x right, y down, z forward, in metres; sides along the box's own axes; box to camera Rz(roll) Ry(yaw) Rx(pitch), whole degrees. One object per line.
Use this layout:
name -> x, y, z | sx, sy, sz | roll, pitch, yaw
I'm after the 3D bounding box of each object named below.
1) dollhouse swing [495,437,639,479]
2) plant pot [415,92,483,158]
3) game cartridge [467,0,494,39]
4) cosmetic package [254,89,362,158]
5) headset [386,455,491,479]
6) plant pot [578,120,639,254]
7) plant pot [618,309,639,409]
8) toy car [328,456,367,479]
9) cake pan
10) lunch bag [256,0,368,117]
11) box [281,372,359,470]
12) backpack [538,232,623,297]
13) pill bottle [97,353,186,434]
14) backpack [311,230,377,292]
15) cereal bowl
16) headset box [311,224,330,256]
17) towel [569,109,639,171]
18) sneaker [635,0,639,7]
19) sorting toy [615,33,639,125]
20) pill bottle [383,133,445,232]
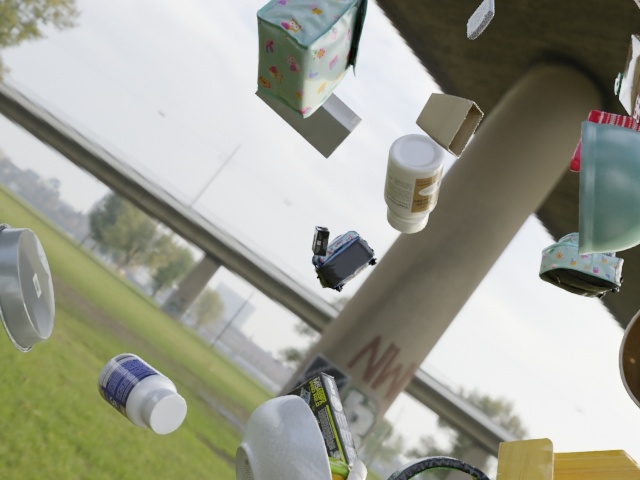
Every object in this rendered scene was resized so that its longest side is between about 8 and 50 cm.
dollhouse swing -> 0.514, 0.630, 1.931 | 0.305, 0.346, 0.315 | 4, 23, 13
plant pot -> 0.262, -0.248, 1.917 | 0.096, 0.109, 0.109 | 31, 5, 20
game cartridge -> 0.319, -0.440, 1.831 | 0.017, 0.056, 0.083 | 20, -35, -15
cosmetic package -> -0.026, -0.317, 2.193 | 0.238, 0.107, 0.127 | 39, 27, -4
headset -> 0.283, 0.562, 1.729 | 0.394, 0.243, 0.185 | 28, -9, 0
plant pot -> 0.659, -0.111, 1.984 | 0.196, 0.293, 0.293 | 2, -22, 17
plant pot -> 0.582, 0.220, 1.324 | 0.237, 0.237, 0.254 | 28, -15, 46
toy car -> 0.008, 0.538, 2.012 | 0.159, 0.136, 0.182 | 16, 8, 8
cake pan -> -0.660, 0.102, 2.064 | 0.293, 0.054, 0.293 | 170, -90, -89
lunch bag -> 0.003, -0.410, 1.826 | 0.160, 0.262, 0.223 | 36, -29, 17
box -> -0.029, 0.504, 2.337 | 0.060, 0.216, 0.270 | 33, 29, -46
backpack -> 0.658, 0.061, 2.362 | 0.188, 0.144, 0.166 | 10, -15, -12
pill bottle -> -0.352, 0.308, 1.835 | 0.187, 0.112, 0.112 | 23, -17, 45
backpack -> 0.051, 0.057, 2.445 | 0.117, 0.158, 0.173 | 53, -12, -3
cereal bowl -> -0.095, 0.509, 1.990 | 0.141, 0.339, 0.339 | -7, 0, -20
headset box -> 0.000, 0.000, 2.217 | 0.032, 0.062, 0.083 | 9, 8, -5
towel -> 0.792, -0.234, 2.343 | 0.275, 0.199, 0.031 | 15, -23, 30
sneaker -> 0.649, -0.508, 1.778 | 0.270, 0.090, 0.145 | 48, 4, 12
sorting toy -> 0.617, -0.312, 1.758 | 0.046, 0.132, 0.274 | 6, 24, 6
pill bottle -> 0.217, -0.129, 2.186 | 0.131, 0.131, 0.229 | 34, -34, 23
